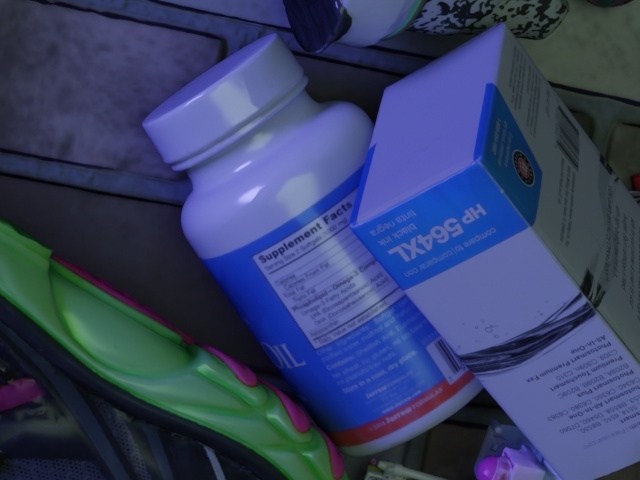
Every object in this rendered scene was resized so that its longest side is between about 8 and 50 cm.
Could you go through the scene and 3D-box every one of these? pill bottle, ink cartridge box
[{"bbox_3d":[0.000,0.000,1.016,0.124,0.124,0.221,-36,101,-9],"label":"pill bottle"},{"bbox_3d":[0.116,0.009,0.974,0.086,0.148,0.203,-28,114,26],"label":"ink cartridge box"}]

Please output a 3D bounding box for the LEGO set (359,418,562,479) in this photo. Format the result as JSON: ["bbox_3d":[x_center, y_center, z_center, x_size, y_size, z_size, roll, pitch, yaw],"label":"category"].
[{"bbox_3d":[0.052,0.232,1.054,0.107,0.132,0.287,17,96,-6],"label":"LEGO set"}]

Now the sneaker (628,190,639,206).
[{"bbox_3d":[0.199,-0.003,1.083,0.178,0.077,0.072,-25,98,-1],"label":"sneaker"}]

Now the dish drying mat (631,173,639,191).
[{"bbox_3d":[0.218,-0.004,1.129,0.032,0.008,0.083,-17,100,-9],"label":"dish drying mat"}]

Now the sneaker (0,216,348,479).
[{"bbox_3d":[-0.210,0.080,0.940,0.483,0.185,0.202,32,82,-13],"label":"sneaker"}]

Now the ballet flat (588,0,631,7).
[{"bbox_3d":[0.202,-0.244,1.070,0.077,0.079,0.221,16,90,-14],"label":"ballet flat"}]

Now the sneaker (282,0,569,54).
[{"bbox_3d":[0.093,-0.292,1.012,0.182,0.158,0.410,10,93,-24],"label":"sneaker"}]
